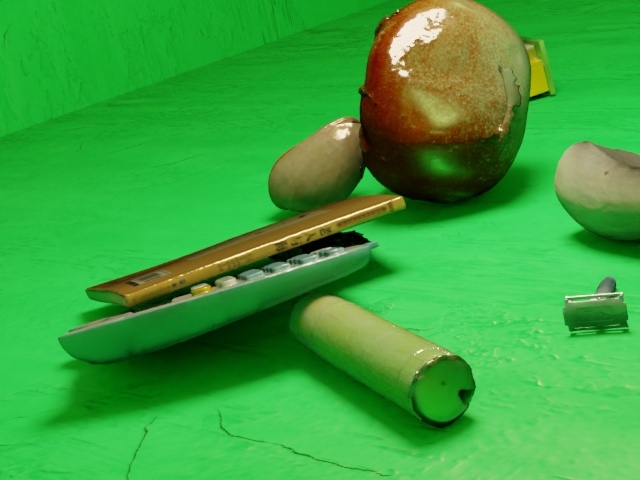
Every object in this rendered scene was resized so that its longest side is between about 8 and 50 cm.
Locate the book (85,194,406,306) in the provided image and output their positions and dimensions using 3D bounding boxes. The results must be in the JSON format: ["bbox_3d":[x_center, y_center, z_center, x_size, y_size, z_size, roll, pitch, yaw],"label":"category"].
[{"bbox_3d":[-0.105,0.013,1.813,0.389,0.032,0.269,-19,6,-18],"label":"book"}]

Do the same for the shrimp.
[{"bbox_3d":[0.000,0.000,1.926,0.161,0.034,0.091,-6,17,24],"label":"shrimp"}]

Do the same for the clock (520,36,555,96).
[{"bbox_3d":[0.285,-0.305,2.649,0.255,0.106,0.220,-20,16,-11],"label":"clock"}]

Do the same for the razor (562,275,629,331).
[{"bbox_3d":[0.310,0.063,1.508,0.068,0.040,0.135,-5,11,20],"label":"razor"}]

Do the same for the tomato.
[{"bbox_3d":[0.186,-0.197,2.019,0.239,0.303,0.303,8,20,11],"label":"tomato"}]

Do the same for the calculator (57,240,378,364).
[{"bbox_3d":[-0.111,0.067,1.622,0.386,0.054,0.256,-20,1,-7],"label":"calculator"}]

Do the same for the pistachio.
[{"bbox_3d":[0.002,-0.114,2.121,0.185,0.124,0.124,-52,16,6],"label":"pistachio"}]

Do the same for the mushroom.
[{"bbox_3d":[0.410,-0.052,1.662,0.159,0.122,0.329,-25,20,-12],"label":"mushroom"}]

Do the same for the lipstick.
[{"bbox_3d":[0.059,0.117,1.425,0.076,0.076,0.304,-18,17,-20],"label":"lipstick"}]
